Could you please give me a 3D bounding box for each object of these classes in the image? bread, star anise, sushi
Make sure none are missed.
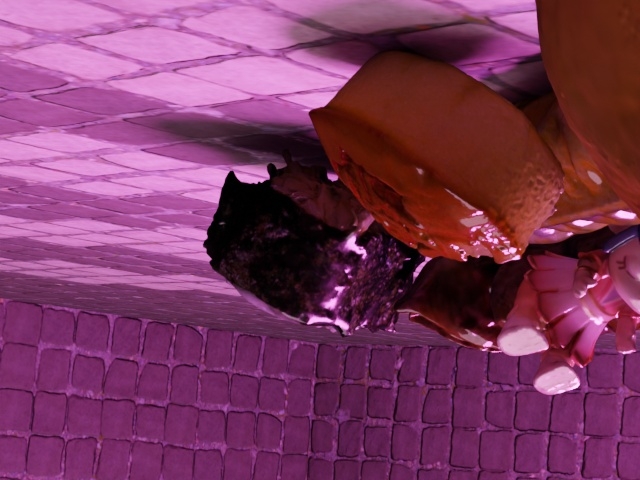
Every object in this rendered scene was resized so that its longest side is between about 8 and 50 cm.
[{"bbox_3d":[0.056,-0.050,0.911,0.125,0.086,0.156,43,170,-21],"label":"bread"},{"bbox_3d":[0.170,-0.051,0.932,0.087,0.098,0.269,-37,-172,-19],"label":"bread"},{"bbox_3d":[0.222,0.020,1.261,0.315,0.108,0.315,-18,179,0],"label":"star anise"},{"bbox_3d":[0.000,0.000,1.256,0.147,0.115,0.212,25,-173,26],"label":"sushi"}]

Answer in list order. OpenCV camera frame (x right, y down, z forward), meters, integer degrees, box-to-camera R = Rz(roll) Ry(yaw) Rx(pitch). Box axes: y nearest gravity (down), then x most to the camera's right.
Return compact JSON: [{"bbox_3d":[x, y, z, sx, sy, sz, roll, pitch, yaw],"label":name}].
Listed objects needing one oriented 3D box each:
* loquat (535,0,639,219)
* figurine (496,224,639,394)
[{"bbox_3d":[0.162,-0.068,0.388,0.238,0.193,0.238,-3,173,0],"label":"loquat"},{"bbox_3d":[0.209,0.013,1.049,0.195,0.102,0.111,-26,120,30],"label":"figurine"}]
